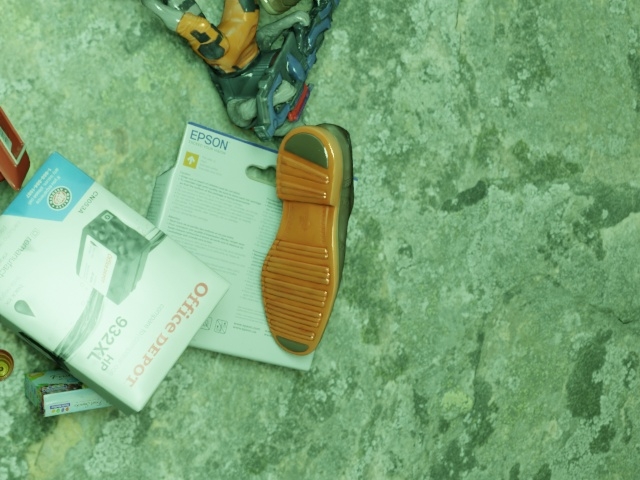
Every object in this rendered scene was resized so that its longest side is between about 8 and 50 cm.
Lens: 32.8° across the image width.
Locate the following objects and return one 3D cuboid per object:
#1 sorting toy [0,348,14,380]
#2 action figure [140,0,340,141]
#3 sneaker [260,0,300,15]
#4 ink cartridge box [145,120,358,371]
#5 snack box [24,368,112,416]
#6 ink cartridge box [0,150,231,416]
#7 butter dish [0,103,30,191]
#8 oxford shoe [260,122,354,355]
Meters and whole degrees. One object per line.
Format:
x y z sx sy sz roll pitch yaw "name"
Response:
-0.481 0.195 1.541 0.102 0.042 0.061 -47 116 -16 "sorting toy"
-0.108 -0.308 1.656 0.330 0.178 0.341 61 38 -28 "action figure"
-0.030 -0.387 1.588 0.066 0.071 0.188 58 35 -14 "sneaker"
-0.122 0.016 1.708 0.324 0.071 0.330 17 85 -30 "ink cartridge box"
-0.349 0.215 1.586 0.141 0.100 0.037 -5 103 -30 "snack box"
-0.314 0.064 1.505 0.307 0.129 0.223 38 72 -6 "ink cartridge box"
-0.477 -0.130 1.457 0.118 0.160 0.160 -28 111 1 "butter dish"
0.000 0.000 1.670 0.132 0.130 0.364 -22 125 -59 "oxford shoe"
